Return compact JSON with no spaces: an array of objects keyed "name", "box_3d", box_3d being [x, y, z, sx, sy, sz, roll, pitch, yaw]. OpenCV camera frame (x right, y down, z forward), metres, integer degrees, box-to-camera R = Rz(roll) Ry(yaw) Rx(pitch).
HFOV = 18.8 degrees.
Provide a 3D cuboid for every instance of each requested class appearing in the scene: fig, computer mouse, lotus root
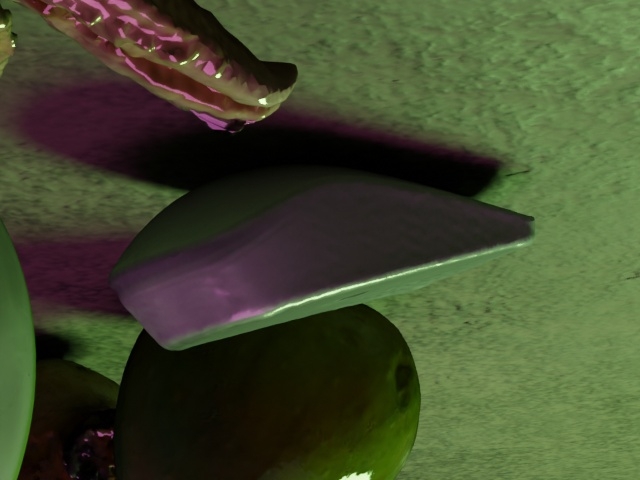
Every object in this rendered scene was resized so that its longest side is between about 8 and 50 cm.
[{"name":"fig","box_3d":[-0.039,0.114,1.186,0.181,0.191,0.181,31,163,11]},{"name":"computer mouse","box_3d":[0.000,0.000,0.983,0.231,0.079,0.128,-8,173,-40]},{"name":"lotus root","box_3d":[-0.203,0.162,1.336,0.160,0.146,0.284,46,146,-16]}]

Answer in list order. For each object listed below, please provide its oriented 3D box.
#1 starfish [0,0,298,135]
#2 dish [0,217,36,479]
[{"name":"starfish","box_3d":[-0.211,-0.120,0.501,0.324,0.082,0.432,8,172,43]},{"name":"dish","box_3d":[-0.271,0.032,0.679,0.324,0.324,0.124,-3,147,3]}]
